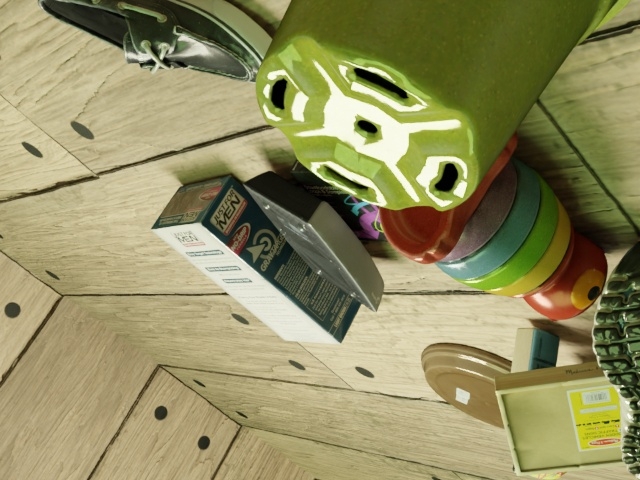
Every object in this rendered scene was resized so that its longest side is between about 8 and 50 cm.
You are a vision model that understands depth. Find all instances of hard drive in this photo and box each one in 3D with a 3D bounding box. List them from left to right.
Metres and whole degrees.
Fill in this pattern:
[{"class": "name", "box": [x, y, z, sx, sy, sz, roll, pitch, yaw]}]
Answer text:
[{"class": "hard drive", "box": [0.000, 0.000, 1.274, 0.172, 0.054, 0.254, 32, 166, 41]}]

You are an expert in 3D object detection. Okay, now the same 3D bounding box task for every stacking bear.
[{"class": "stacking bear", "box": [0.221, -0.002, 0.966, 0.289, 0.175, 0.164, 32, 180, -29]}]

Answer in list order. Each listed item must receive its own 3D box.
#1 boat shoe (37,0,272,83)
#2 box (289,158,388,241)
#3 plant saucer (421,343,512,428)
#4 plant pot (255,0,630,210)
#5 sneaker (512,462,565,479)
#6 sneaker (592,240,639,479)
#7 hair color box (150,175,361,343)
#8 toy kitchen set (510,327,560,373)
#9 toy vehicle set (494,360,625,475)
[{"class": "boat shoe", "box": [-0.194, -0.247, 0.999, 0.301, 0.102, 0.108, 27, 156, 5]}, {"class": "box", "box": [0.043, -0.056, 1.200, 0.116, 0.029, 0.162, 3, 144, 45]}, {"class": "plant saucer", "box": [0.308, 0.280, 1.553, 0.278, 0.041, 0.278, 24, 156, 11]}, {"class": "plant pot", "box": [0.086, -0.170, 0.657, 0.276, 0.254, 0.276, 23, 155, 12]}, {"class": "sneaker", "box": [0.448, 0.425, 1.649, 0.094, 0.081, 0.208, 19, 161, 5]}, {"class": "sneaker", "box": [0.409, 0.137, 1.029, 0.130, 0.147, 0.330, -1, 120, 24]}, {"class": "hair color box", "box": [-0.104, 0.042, 1.460, 0.347, 0.105, 0.174, 43, 152, -28]}, {"class": "toy kitchen set", "box": [0.415, 0.210, 1.251, 0.207, 0.122, 0.166, 20, 163, -31]}, {"class": "toy vehicle set", "box": [0.393, 0.246, 1.184, 0.267, 0.035, 0.166, -10, 117, 15]}]
